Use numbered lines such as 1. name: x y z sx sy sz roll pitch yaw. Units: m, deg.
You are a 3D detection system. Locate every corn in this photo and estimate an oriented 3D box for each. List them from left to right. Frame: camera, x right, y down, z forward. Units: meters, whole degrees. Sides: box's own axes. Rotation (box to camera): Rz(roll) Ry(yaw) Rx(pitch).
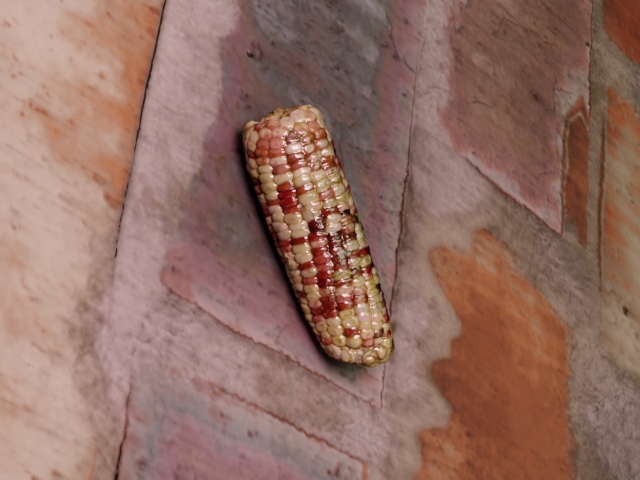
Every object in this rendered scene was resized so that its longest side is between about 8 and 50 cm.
1. corn: 0.000 0.000 1.482 0.086 0.086 0.253 -28 100 -52
